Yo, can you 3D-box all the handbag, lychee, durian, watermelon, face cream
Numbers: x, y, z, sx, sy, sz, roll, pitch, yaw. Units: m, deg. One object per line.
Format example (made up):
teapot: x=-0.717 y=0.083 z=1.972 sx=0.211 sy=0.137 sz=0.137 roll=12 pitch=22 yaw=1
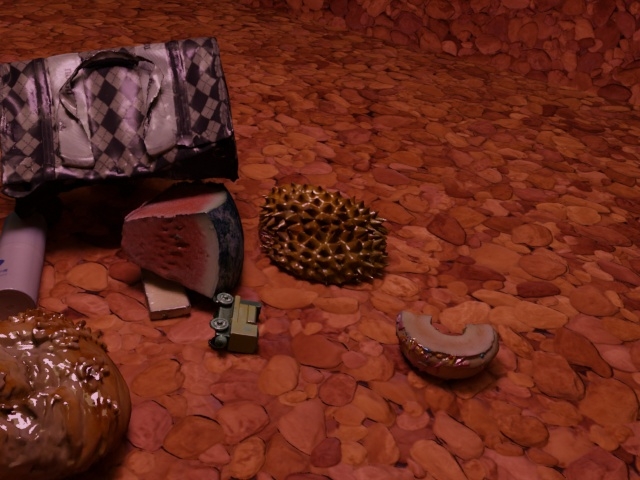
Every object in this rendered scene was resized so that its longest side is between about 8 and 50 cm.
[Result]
handbag: x=-0.366 y=-0.203 z=1.262 sx=0.416 sy=0.180 sz=0.317 roll=-9 pitch=53 yaw=-8
lychee: x=-0.522 y=-0.059 z=1.317 sx=0.067 sy=0.068 sz=0.083 roll=-23 pitch=53 yaw=6
durian: x=-0.001 y=-0.002 z=1.295 sx=0.260 sy=0.154 sz=0.187 roll=0 pitch=56 yaw=3
watermelon: x=-0.241 y=-0.035 z=1.224 sx=0.226 sy=0.148 sz=0.318 roll=1 pitch=27 yaw=-28
face cream: x=-0.499 y=0.038 z=1.151 sx=0.077 sy=0.077 sz=0.250 roll=-3 pitch=31 yaw=-15

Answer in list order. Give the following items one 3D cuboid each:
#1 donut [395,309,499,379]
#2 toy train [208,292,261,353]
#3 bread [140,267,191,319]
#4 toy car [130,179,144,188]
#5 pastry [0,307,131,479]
donut: x=0.193 y=0.171 z=1.087 sx=0.166 sy=0.065 sz=0.108 roll=12 pitch=32 yaw=6
toy train: x=-0.136 y=0.129 z=1.106 sx=0.081 sy=0.050 sz=0.122 roll=9 pitch=31 yaw=-5
bread: x=-0.265 y=0.077 z=1.182 sx=0.068 sy=0.028 sz=0.154 roll=-6 pitch=35 yaw=-20
toy car: x=-0.414 y=-0.225 z=1.511 sx=0.142 sy=0.200 sz=0.248 roll=27 pitch=37 yaw=-29
pastry: x=-0.388 y=0.195 z=0.846 sx=0.310 sy=0.162 sz=0.255 roll=-16 pitch=36 yaw=-34
